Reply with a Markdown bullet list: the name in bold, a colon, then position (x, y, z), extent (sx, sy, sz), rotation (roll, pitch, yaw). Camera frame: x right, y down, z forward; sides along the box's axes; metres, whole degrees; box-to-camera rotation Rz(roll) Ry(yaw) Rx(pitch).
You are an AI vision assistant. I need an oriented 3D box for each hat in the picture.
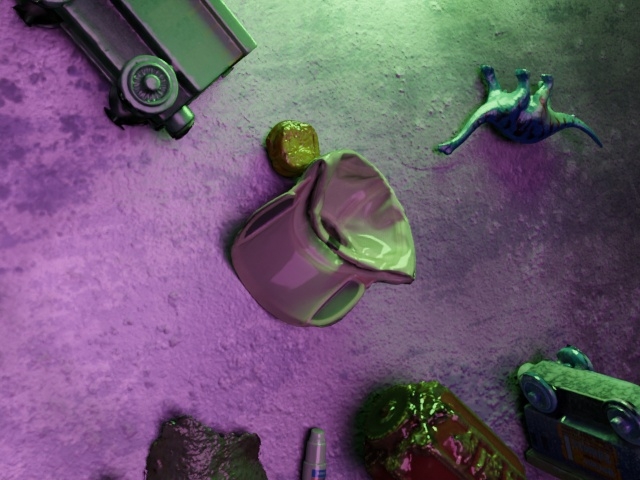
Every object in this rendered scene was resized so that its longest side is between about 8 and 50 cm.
- **hat**: position (0.000, 0.000, 1.013), extent (0.225, 0.164, 0.220), rotation (-29, 108, 16)

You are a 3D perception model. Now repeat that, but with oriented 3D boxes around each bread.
- **bread**: position (-0.036, -0.128, 1.013), extent (0.083, 0.046, 0.081), rotation (47, 65, -15)

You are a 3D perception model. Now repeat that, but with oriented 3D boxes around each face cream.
- **face cream**: position (-0.009, 0.331, 1.015), extent (0.034, 0.034, 0.130), rotation (7, 84, -25)

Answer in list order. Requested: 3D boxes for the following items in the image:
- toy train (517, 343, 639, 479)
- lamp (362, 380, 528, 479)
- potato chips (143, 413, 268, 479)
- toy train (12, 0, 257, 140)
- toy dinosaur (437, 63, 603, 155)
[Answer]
- **toy train**: position (0.433, 0.283, 1.088), extent (0.131, 0.299, 0.202), rotation (-24, 107, -25)
- **lamp**: position (0.183, 0.324, 1.030), extent (0.274, 0.177, 0.177), rotation (46, 71, -17)
- **potato chips**: position (-0.123, 0.333, 0.949), extent (0.228, 0.059, 0.167), rotation (24, 68, -23)
- **toy train**: position (-0.230, -0.276, 0.886), extent (0.202, 0.120, 0.301), rotation (-47, 107, -22)
- **toy dinosaur**: position (0.333, -0.217, 1.178), extent (0.328, 0.076, 0.145), rotation (-5, 97, -23)
